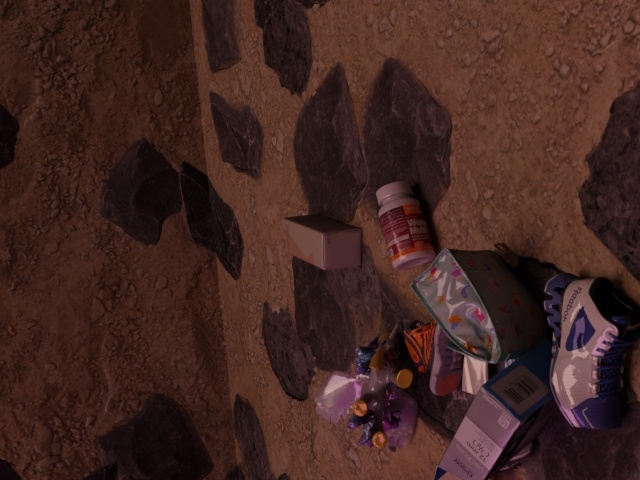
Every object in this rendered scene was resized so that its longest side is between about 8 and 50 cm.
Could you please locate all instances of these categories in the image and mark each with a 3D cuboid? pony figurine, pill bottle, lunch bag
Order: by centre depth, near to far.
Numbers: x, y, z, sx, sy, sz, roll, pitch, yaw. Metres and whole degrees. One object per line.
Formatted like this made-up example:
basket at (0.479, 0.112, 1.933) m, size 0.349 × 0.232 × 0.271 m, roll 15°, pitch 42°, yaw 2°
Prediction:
lunch bag at (0.361, 0.155, 1.668) m, size 0.160 × 0.223 × 0.262 m, roll -49°, pitch 60°, yaw 29°
pill bottle at (0.226, -0.041, 2.051) m, size 0.121 × 0.121 × 0.221 m, roll -43°, pitch 58°, yaw 58°
pony figurine at (0.156, 0.425, 2.108) m, size 0.363 × 0.302 × 0.351 m, roll -63°, pitch -7°, yaw -79°

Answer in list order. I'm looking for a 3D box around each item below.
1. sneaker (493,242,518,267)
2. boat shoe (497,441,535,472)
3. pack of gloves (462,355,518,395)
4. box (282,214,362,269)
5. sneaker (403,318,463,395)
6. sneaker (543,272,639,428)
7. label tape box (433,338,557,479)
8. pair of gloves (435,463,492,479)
sneaker at (0.432, 0.041, 1.764) m, size 0.083 × 0.032 × 0.037 m, roll -123°, pitch 21°, yaw -47°
boat shoe at (0.449, 0.515, 1.811) m, size 0.065 × 0.075 × 0.206 m, roll 40°, pitch 145°, yaw -8°
pack of gloves at (0.431, 0.269, 1.809) m, size 0.195 × 0.046 × 0.232 m, roll 9°, pitch 102°, yaw 47°
box at (0.000, 0.000, 2.491) m, size 0.311 × 0.148 × 0.121 m, roll -157°, pitch 64°, yaw -62°
sneaker at (0.294, 0.234, 1.967) m, size 0.180 × 0.124 × 0.321 m, roll 47°, pitch 136°, yaw 49°
sneaker at (0.541, 0.208, 1.462) m, size 0.182 × 0.127 × 0.316 m, roll 155°, pitch 108°, yaw -65°
label tape box at (0.397, 0.404, 1.639) m, size 0.115 × 0.249 × 0.348 m, roll 40°, pitch 134°, yaw 29°
pair of gloves at (0.401, 0.645, 1.867) m, size 0.240 × 0.042 × 0.204 m, roll 59°, pitch 148°, yaw 2°
